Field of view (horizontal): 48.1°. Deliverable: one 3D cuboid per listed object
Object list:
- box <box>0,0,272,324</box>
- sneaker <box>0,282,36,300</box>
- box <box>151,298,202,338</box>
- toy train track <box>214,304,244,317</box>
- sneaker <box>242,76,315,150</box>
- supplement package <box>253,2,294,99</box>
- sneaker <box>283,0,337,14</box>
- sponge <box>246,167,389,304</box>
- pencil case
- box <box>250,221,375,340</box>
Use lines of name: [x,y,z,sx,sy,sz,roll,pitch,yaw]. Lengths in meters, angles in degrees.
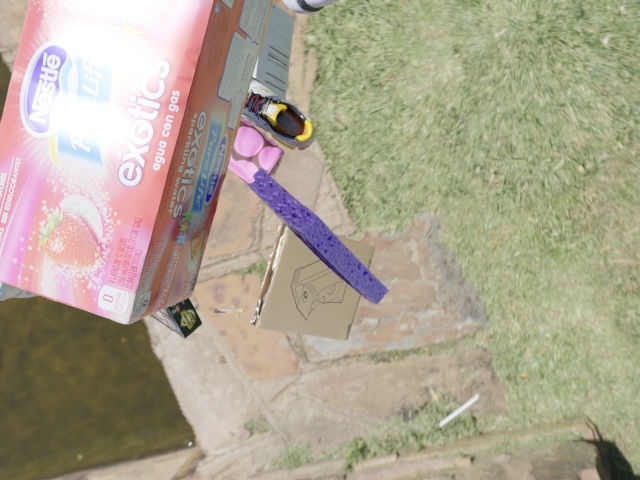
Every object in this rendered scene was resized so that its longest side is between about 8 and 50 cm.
box: [-0.155,-0.102,0.595,0.142,0.154,0.300,17,97,8]
sneaker: [-0.476,0.043,1.242,0.152,0.305,0.114,27,99,-5]
box: [-0.327,0.069,1.349,0.175,0.051,0.220,23,145,40]
toy train track: [-0.236,0.181,1.863,0.083,0.014,0.048,-3,131,17]
sneaker: [-0.102,-0.250,1.331,0.225,0.093,0.088,28,87,-9]
supplement package: [-0.162,-0.425,1.684,0.139,0.134,0.244,4,86,31]
sneaker: [0.032,-0.580,1.217,0.210,0.137,0.366,10,105,40]
sponge: [0.000,0.000,0.882,0.031,0.210,0.117,-47,51,-3]
pencil case: [-0.159,-0.164,1.155,0.209,0.098,0.095,34,118,-16]
box: [-0.006,0.067,1.104,0.021,0.201,0.164,17,90,44]
